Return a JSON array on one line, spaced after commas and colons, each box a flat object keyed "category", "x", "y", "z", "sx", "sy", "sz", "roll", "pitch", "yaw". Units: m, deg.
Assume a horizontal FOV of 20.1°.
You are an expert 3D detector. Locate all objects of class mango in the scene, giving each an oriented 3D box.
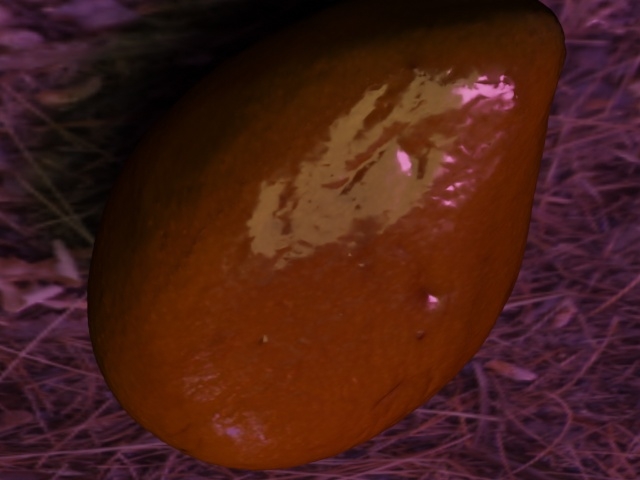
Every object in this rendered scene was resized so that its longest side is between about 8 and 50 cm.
[{"category": "mango", "x": 0.000, "y": 0.000, "z": 0.762, "sx": 0.177, "sy": 0.119, "sz": 0.317, "roll": 16, "pitch": 140, "yaw": -16}]
